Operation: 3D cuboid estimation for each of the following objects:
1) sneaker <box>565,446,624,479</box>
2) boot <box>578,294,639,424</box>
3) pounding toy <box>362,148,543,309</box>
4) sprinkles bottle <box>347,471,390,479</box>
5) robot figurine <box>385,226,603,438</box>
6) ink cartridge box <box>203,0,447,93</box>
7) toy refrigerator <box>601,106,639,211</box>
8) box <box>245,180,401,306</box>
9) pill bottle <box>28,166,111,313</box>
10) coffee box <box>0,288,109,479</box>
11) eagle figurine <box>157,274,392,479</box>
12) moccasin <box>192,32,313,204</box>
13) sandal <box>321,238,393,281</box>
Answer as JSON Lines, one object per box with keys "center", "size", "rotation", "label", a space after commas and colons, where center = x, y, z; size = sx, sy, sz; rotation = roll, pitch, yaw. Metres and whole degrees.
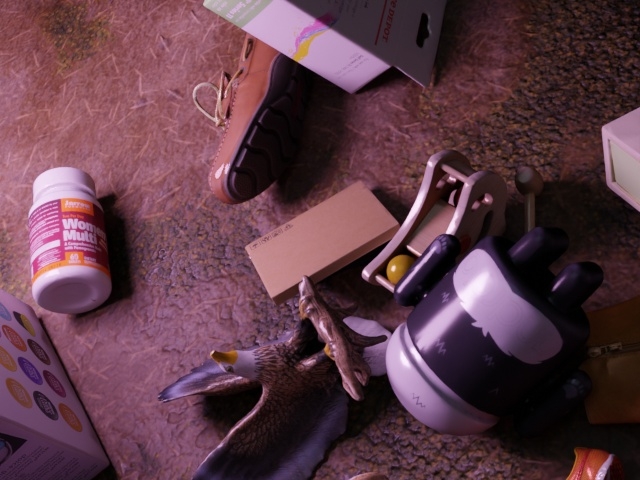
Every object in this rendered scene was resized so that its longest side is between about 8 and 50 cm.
{"center": [0.287, 0.319, 1.066], "size": [0.067, 0.064, 0.175], "rotation": [5, 57, 48], "label": "sneaker"}
{"center": [0.410, 0.187, 1.063], "size": [0.211, 0.104, 0.295], "rotation": [-20, 51, 19], "label": "boot"}
{"center": [0.195, -0.011, 1.228], "size": [0.155, 0.154, 0.269], "rotation": [36, 81, 35], "label": "pounding toy"}
{"center": [0.121, 0.425, 1.031], "size": [0.121, 0.121, 0.355], "rotation": [-40, 54, -1], "label": "sprinkles bottle"}
{"center": [0.204, 0.107, 1.119], "size": [0.278, 0.174, 0.209], "rotation": [-49, 31, 20], "label": "robot figurine"}
{"center": [0.018, -0.374, 1.464], "size": [0.119, 0.354, 0.207], "rotation": [-26, 44, 52], "label": "ink cartridge box"}
{"center": [0.452, -0.053, 1.126], "size": [0.094, 0.102, 0.269], "rotation": [-27, 41, -8], "label": "toy refrigerator"}
{"center": [0.000, 0.000, 1.331], "size": [0.201, 0.021, 0.164], "rotation": [-30, 30, -3], "label": "box"}
{"center": [-0.404, -0.003, 1.510], "size": [0.121, 0.121, 0.221], "rotation": [-22, 56, 11], "label": "pill bottle"}
{"center": [-0.569, 0.249, 1.307], "size": [0.338, 0.334, 0.337], "rotation": [-39, 55, 1], "label": "coffee box"}
{"center": [-0.064, 0.191, 1.236], "size": [0.298, 0.225, 0.226], "rotation": [-52, 4, 30], "label": "eagle figurine"}
{"center": [-0.108, -0.223, 1.493], "size": [0.147, 0.139, 0.379], "rotation": [-1, 62, 25], "label": "moccasin"}
{"center": [0.030, 0.014, 1.356], "size": [0.179, 0.040, 0.067], "rotation": [-15, 57, 16], "label": "sandal"}
